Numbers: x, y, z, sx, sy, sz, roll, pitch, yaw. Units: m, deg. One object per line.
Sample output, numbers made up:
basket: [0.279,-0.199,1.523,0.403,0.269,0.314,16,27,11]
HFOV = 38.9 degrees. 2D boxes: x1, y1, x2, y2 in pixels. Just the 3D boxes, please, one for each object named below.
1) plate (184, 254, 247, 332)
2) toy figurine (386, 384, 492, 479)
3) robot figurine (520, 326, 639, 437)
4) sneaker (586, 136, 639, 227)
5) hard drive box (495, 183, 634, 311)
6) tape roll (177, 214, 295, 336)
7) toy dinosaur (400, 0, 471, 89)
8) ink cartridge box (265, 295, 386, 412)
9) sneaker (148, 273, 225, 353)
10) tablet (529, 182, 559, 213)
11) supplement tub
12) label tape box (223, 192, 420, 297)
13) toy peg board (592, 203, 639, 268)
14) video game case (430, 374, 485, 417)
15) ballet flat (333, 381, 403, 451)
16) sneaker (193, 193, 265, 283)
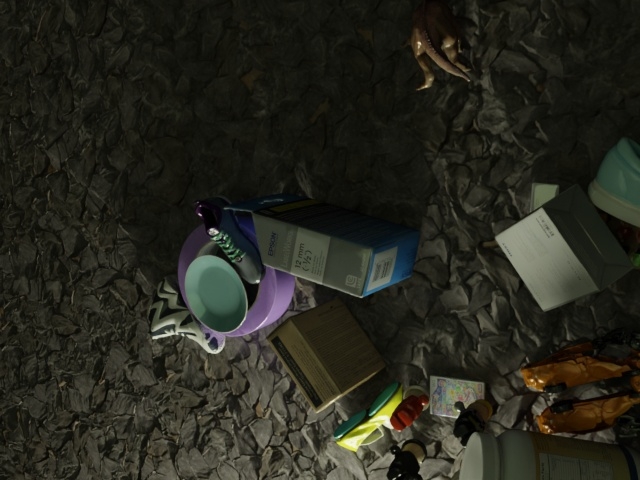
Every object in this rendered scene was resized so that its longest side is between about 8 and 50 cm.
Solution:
plate: [-0.234,0.120,2.067,0.188,0.024,0.188,13,113,32]
toy figurine: [0.249,0.422,1.898,0.209,0.148,0.213,6,107,21]
robot figurine: [0.547,0.279,1.748,0.291,0.085,0.211,-17,90,30]
sneaker: [0.653,-0.072,1.540,0.366,0.135,0.150,19,123,7]
hard drive box: [0.443,0.019,1.676,0.181,0.089,0.232,57,164,5]
tape roll: [-0.198,0.081,2.118,0.274,0.090,0.275,6,102,28]
toy dinosaur: [0.212,-0.422,1.736,0.127,0.296,0.200,-10,135,6]
ink cartridge box: [0.016,0.240,1.943,0.088,0.234,0.193,-41,78,27]
sneaker: [-0.340,0.215,2.216,0.235,0.094,0.153,46,118,14]
tablet: [0.442,-0.071,1.790,0.054,0.006,0.083,8,103,27]
supplement tub: [0.433,0.480,1.702,0.316,0.228,0.228,9,104,-2]
label tape box: [0.000,0.000,1.902,0.347,0.249,0.115,16,105,25]
toy peg board: [0.579,-0.022,1.682,0.161,0.079,0.161,7,102,27]
video game case: [0.293,0.337,1.938,0.122,0.011,0.087,4,100,28]
ballet flat: [0.125,0.397,2.013,0.077,0.077,0.231,41,120,-7]
sneaker: [-0.209,0.005,2.002,0.083,0.098,0.224,-36,80,28]
